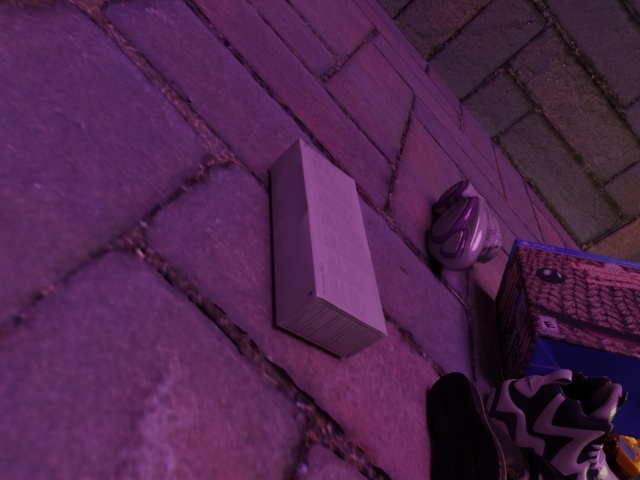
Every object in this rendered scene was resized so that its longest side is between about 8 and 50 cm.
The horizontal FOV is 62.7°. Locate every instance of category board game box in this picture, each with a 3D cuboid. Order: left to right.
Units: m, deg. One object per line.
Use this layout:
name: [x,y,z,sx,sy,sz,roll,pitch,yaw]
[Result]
board game box: [0.419,0.143,0.835,0.231,0.141,0.291,11,29,8]

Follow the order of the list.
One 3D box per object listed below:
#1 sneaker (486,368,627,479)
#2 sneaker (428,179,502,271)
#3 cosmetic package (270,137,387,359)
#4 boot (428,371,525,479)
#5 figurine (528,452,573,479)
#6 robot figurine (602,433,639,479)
sneaker: [0.351,0.253,0.679,0.235,0.153,0.094,47,39,1]
sneaker: [0.282,-0.012,0.954,0.152,0.114,0.305,48,28,-6]
cosmetic package: [0.000,0.000,0.568,0.098,0.060,0.239,35,32,-34]
boot: [0.184,0.250,0.550,0.137,0.076,0.198,48,29,-20]
figurine: [0.306,0.366,0.566,0.215,0.092,0.210,39,32,-26]
robot figurine: [0.476,0.299,0.919,0.291,0.085,0.211,47,27,-11]
